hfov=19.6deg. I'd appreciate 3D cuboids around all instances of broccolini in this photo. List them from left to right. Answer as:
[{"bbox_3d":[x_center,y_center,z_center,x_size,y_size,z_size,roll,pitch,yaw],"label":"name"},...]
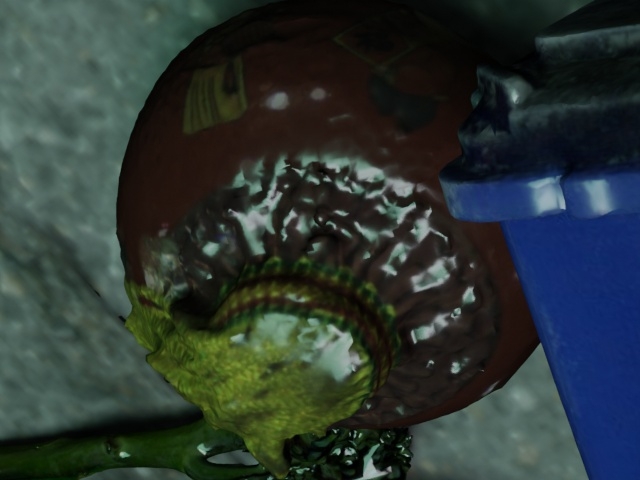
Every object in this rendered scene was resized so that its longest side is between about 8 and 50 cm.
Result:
[{"bbox_3d":[-0.084,0.088,0.746,0.254,0.057,0.071,-10,75,21],"label":"broccolini"}]

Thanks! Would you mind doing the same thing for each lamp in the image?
[{"bbox_3d":[0.005,0.001,0.609,0.156,0.135,0.157,9,122,12],"label":"lamp"}]

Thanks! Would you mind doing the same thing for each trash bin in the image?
[{"bbox_3d":[0.159,0.034,0.526,0.184,0.162,0.234,-3,109,39],"label":"trash bin"}]
